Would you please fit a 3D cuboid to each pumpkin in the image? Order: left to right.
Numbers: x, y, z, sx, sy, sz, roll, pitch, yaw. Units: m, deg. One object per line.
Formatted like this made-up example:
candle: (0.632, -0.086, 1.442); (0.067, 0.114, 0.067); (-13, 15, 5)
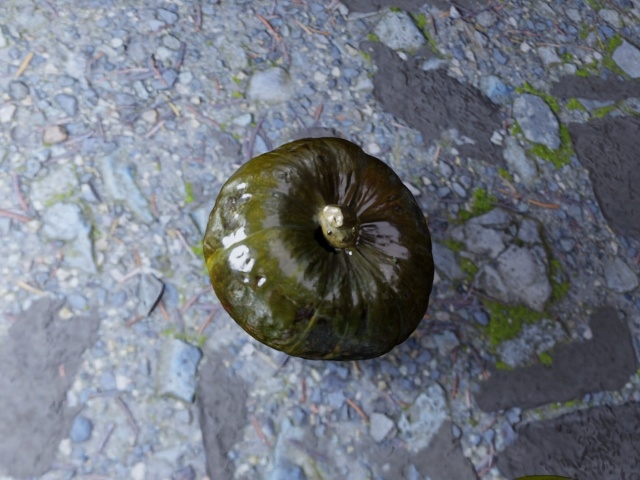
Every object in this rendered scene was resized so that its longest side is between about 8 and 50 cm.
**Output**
pumpkin: (0.000, 0.000, 0.713); (0.219, 0.162, 0.219); (7, 65, -15)

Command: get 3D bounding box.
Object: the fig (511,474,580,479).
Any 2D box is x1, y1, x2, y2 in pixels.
fig: (0.224, 0.269, 0.651); (0.186, 0.142, 0.147); (-9, 92, -10)
